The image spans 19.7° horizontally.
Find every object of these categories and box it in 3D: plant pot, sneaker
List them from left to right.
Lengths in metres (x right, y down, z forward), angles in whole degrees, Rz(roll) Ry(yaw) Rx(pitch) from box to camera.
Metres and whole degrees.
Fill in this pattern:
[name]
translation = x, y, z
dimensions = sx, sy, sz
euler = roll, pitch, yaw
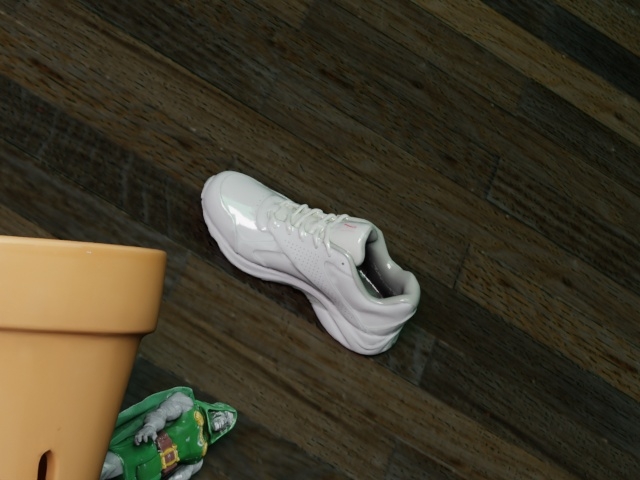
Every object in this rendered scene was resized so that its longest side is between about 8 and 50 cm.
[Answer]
[plant pot]
translation = -0.258, 0.098, 1.308
dimensions = 0.291, 0.291, 0.203
euler = 4, 88, -28
[sneaker]
translation = 0.000, 0.000, 1.696
dimensions = 0.232, 0.115, 0.090
euler = 35, 50, -7

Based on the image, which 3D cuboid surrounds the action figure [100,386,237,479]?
[action figure]
translation = -0.153, 0.185, 1.511
dimensions = 0.232, 0.063, 0.137
euler = -30, 123, -44
